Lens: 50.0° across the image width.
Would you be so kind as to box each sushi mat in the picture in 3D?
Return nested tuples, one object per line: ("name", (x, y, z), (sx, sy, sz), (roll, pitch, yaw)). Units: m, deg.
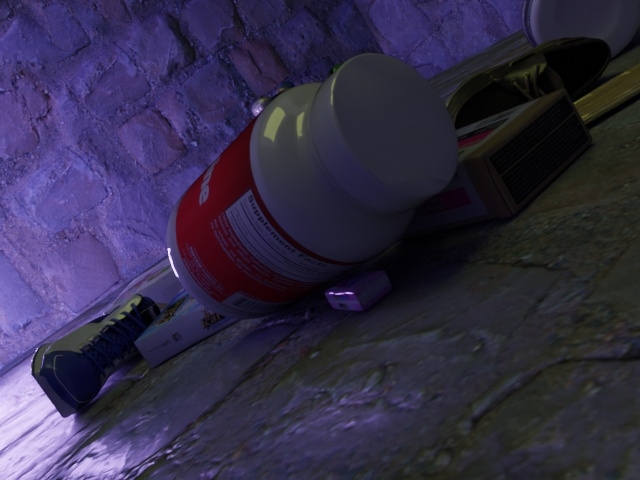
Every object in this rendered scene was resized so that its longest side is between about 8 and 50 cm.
("sushi mat", (0.433, -0.217, 1.015), (0.316, 0.019, 0.151), (-31, 9, 5))

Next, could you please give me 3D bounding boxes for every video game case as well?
("video game case", (-0.184, 0.099, 1.250), (0.244, 0.061, 0.269), (-31, 10, 13))

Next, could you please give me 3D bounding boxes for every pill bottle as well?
("pill bottle", (-0.024, -0.055, 0.886), (0.229, 0.229, 0.407), (-41, 5, -40))
("pill bottle", (0.534, -0.482, 1.452), (0.204, 0.204, 0.361), (-29, 11, 20))

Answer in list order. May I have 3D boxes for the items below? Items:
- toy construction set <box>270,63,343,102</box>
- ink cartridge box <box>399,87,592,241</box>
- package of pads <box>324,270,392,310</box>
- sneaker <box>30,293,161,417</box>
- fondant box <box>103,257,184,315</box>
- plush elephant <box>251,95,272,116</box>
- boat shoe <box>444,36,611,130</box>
("toy construction set", (0.038, -0.181, 1.426), (0.257, 0.237, 0.309), (-13, 50, -10))
("ink cartridge box", (0.208, -0.096, 0.923), (0.193, 0.088, 0.234), (-37, 12, -30))
("package of pads", (0.045, 0.060, 0.824), (0.050, 0.032, 0.083), (-33, 10, -23))
("sneaker", (-0.392, 0.184, 1.280), (0.182, 0.127, 0.315), (-33, 8, 9))
("fondant box", (-0.361, 0.106, 1.657), (0.238, 0.096, 0.330), (-32, 9, 2))
("plush elephant", (-0.122, -0.189, 1.974), (0.272, 0.330, 0.255), (-40, 22, 54))
("boat shoe", (0.341, -0.253, 1.138), (0.355, 0.132, 0.130), (-37, 8, -22))
